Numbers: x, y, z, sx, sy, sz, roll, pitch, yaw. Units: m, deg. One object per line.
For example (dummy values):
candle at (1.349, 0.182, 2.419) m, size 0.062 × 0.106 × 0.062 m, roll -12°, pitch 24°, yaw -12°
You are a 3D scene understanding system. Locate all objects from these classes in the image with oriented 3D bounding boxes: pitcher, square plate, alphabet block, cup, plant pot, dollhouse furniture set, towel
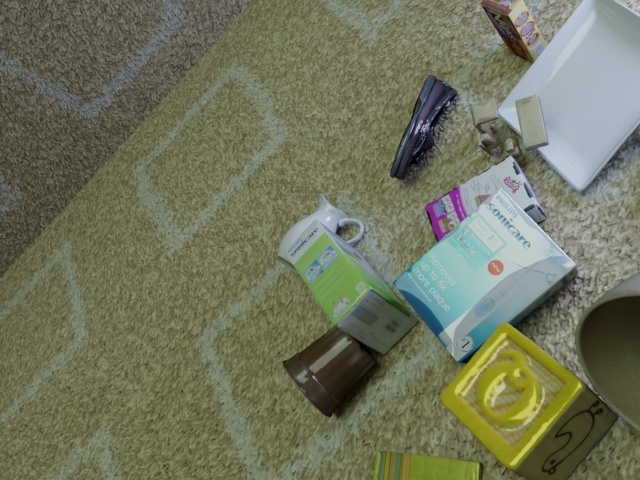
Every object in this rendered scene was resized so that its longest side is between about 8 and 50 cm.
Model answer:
pitcher at (0.000, 0.000, 1.762) m, size 0.178 × 0.125 × 0.207 m, roll 30°, pitch 73°, yaw 32°
square plate at (0.591, -0.329, 1.448) m, size 0.347 × 0.049 × 0.344 m, roll -54°, pitch 39°, yaw 24°
alphabet block at (0.368, 0.296, 1.178) m, size 0.192 × 0.197 × 0.193 m, roll -52°, pitch 43°, yaw 2°
cup at (0.604, 0.145, 1.021) m, size 0.237 × 0.331 × 0.331 m, roll -40°, pitch 36°, yaw -28°
plant pot at (0.029, 0.286, 1.520) m, size 0.165 × 0.167 × 0.167 m, roll -42°, pitch 43°, yaw 0°
dollhouse furniture set at (0.450, -0.257, 1.542) m, size 0.151 × 0.123 × 0.144 m, roll -14°, pitch 75°, yaw 29°
towel at (0.209, 0.483, 1.328) m, size 0.237 × 0.021 × 0.102 m, roll -8°, pitch 64°, yaw 37°

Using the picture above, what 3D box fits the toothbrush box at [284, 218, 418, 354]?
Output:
toothbrush box at (0.068, 0.107, 1.556) m, size 0.122 × 0.206 × 0.283 m, roll -47°, pitch 42°, yaw 7°

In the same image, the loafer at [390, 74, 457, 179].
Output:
loafer at (0.270, -0.287, 1.721) m, size 0.095 × 0.109 × 0.302 m, roll 22°, pitch 76°, yaw 2°

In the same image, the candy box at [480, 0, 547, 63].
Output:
candy box at (0.478, -0.520, 1.623) m, size 0.053 × 0.187 × 0.109 m, roll -47°, pitch 43°, yaw 7°

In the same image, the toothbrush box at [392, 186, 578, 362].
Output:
toothbrush box at (0.335, 0.076, 1.352) m, size 0.295 × 0.126 × 0.216 m, roll -42°, pitch 68°, yaw 10°

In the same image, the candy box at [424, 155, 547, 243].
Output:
candy box at (0.369, -0.064, 1.505) m, size 0.233 × 0.071 × 0.159 m, roll -31°, pitch 47°, yaw 23°
